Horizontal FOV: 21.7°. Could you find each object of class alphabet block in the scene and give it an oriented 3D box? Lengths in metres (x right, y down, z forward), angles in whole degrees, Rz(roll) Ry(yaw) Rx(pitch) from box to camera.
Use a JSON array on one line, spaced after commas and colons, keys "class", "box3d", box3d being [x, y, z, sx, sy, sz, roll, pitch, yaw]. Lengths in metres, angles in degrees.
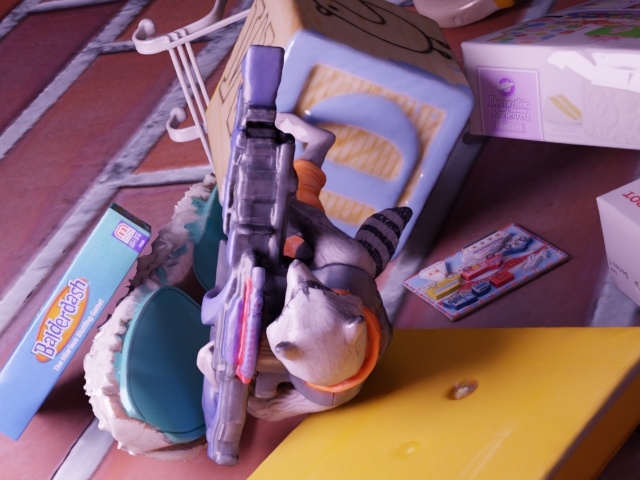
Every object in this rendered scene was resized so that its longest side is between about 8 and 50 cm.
[{"class": "alphabet block", "box3d": [0.012, -0.124, 1.598, 0.192, 0.193, 0.197, 20, 24, -19]}]

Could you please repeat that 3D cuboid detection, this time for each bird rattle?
[{"class": "bird rattle", "box3d": [0.184, -0.352, 2.078, 0.253, 0.143, 0.207, -4, 47, 30]}]

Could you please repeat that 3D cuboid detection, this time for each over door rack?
[{"class": "over door rack", "box3d": [-0.008, -0.174, 1.750, 0.324, 0.239, 0.108, -18, 34, 1]}]

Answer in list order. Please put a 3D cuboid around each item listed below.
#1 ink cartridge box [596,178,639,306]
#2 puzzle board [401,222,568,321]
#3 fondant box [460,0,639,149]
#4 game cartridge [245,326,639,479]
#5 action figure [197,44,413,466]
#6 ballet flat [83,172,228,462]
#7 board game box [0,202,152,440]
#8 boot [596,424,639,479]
[{"class": "ink cartridge box", "box3d": [0.365, -0.013, 1.395, 0.219, 0.092, 0.160, -23, 28, -10]}, {"class": "puzzle board", "box3d": [0.150, 0.026, 1.539, 0.128, 0.011, 0.096, -27, 29, -16]}, {"class": "fondant box", "box3d": [0.328, -0.174, 1.612, 0.238, 0.096, 0.330, 9, 21, 40]}, {"class": "game cartridge", "box3d": [0.074, 0.174, 1.238, 0.285, 0.052, 0.324, -3, 32, 46]}, {"class": "action figure", "box3d": [0.000, 0.000, 1.352, 0.178, 0.341, 0.330, 6, 23, -3]}, {"class": "ballet flat", "box3d": [-0.130, 0.086, 1.508, 0.147, 0.147, 0.409, -8, 27, 18]}, {"class": "board game box", "box3d": [-0.224, 0.066, 1.478, 0.210, 0.047, 0.160, -57, 6, -1]}, {"class": "boot", "box3d": [0.227, 0.163, 1.219, 0.087, 0.042, 0.118, -16, 29, -1]}]
